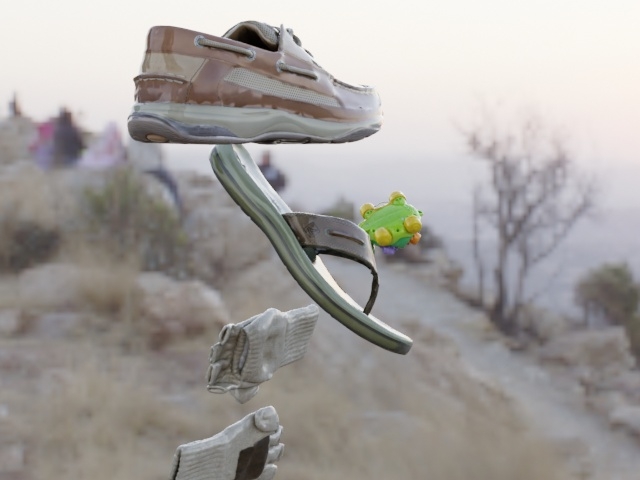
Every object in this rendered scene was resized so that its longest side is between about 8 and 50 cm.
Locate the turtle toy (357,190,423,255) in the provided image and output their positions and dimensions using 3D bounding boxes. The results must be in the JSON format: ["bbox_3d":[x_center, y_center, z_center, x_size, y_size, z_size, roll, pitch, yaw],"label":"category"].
[{"bbox_3d":[0.098,-0.013,2.425,0.130,0.066,0.095,-23,39,-3],"label":"turtle toy"}]

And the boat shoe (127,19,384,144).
[{"bbox_3d":[-0.046,-0.147,1.474,0.123,0.116,0.324,2,4,34],"label":"boat shoe"}]

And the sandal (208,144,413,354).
[{"bbox_3d":[-0.001,-0.001,1.678,0.086,0.302,0.120,-39,-5,3],"label":"sandal"}]

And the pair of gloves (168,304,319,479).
[{"bbox_3d":[-0.081,0.190,1.855,0.042,0.240,0.204,25,13,27],"label":"pair of gloves"}]
